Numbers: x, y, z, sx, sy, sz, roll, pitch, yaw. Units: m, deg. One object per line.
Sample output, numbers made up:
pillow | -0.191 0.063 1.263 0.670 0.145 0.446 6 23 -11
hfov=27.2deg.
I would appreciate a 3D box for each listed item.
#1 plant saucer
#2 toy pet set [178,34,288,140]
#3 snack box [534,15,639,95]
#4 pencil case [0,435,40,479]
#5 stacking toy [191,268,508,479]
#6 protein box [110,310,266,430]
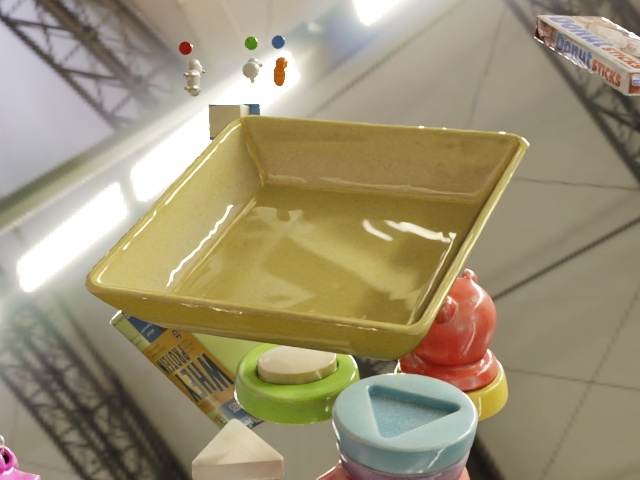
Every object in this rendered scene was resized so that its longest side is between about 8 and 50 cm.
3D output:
plant saucer | 0.000 0.000 1.262 0.333 0.333 0.081 7 -54 23
toy pet set | -0.090 -0.169 1.486 0.122 0.065 0.114 0 -85 14
snack box | 0.239 -0.152 1.079 0.178 0.064 0.022 -123 -146 -63
pencil case | -0.276 0.080 0.807 0.104 0.104 0.236 -40 -95 36
stacking toy | 0.034 0.132 1.279 0.280 0.309 0.130 6 -64 13
protein box | -0.092 0.083 1.541 0.201 0.200 0.136 45 -32 -4
